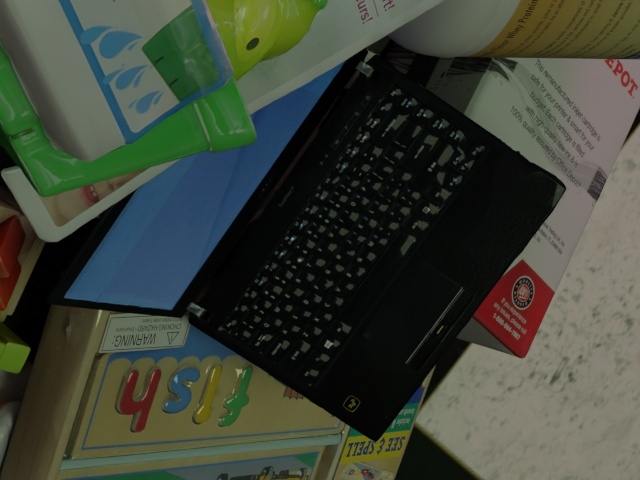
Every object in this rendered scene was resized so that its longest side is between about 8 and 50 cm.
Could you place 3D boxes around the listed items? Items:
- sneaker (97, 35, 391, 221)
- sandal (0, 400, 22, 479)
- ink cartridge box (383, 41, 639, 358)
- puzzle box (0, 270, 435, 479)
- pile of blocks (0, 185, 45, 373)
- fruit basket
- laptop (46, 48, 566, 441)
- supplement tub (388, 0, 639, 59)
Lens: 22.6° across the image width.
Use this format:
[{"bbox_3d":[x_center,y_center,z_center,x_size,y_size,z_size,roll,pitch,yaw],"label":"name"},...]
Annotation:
[{"bbox_3d":[-0.032,-0.111,1.159,0.330,0.122,0.146,-46,151,-11],"label":"sneaker"},{"bbox_3d":[-0.299,0.219,1.133,0.265,0.076,0.102,-59,162,-28],"label":"sandal"},{"bbox_3d":[0.132,-0.076,1.265,0.197,0.114,0.273,41,72,-45],"label":"ink cartridge box"},{"bbox_3d":[-0.071,0.158,1.273,0.409,0.052,0.272,1,113,-48],"label":"puzzle box"},{"bbox_3d":[-0.293,0.111,1.044,0.362,0.112,0.149,-46,134,-10],"label":"pile of blocks"},{"bbox_3d":[-0.035,-0.188,0.752,0.353,0.165,0.327,-27,135,-8],"label":"fruit basket"},{"bbox_3d":[0.000,0.000,1.058,0.264,0.136,0.234,34,103,-10],"label":"laptop"},{"bbox_3d":[0.149,-0.230,1.025,0.316,0.228,0.228,-2,115,-21],"label":"supplement tub"}]
